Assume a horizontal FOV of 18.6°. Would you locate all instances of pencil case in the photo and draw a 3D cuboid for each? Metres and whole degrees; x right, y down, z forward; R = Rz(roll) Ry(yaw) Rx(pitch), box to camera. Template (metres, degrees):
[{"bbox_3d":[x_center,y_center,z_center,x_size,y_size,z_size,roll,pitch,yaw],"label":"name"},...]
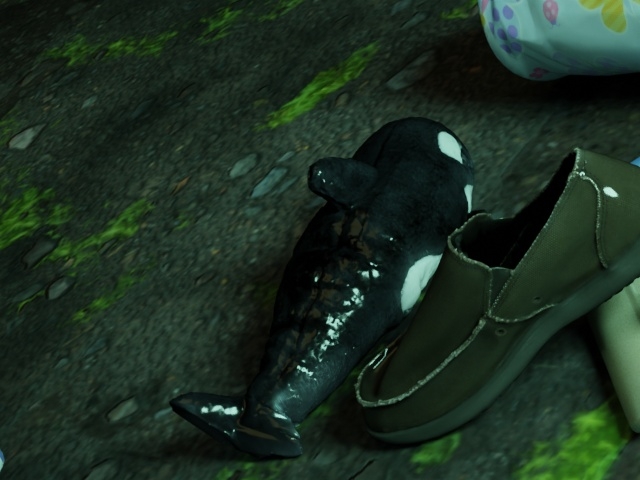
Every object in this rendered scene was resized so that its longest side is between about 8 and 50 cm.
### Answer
[{"bbox_3d":[0.226,-0.158,1.232,0.124,0.113,0.273,1,2,-40],"label":"pencil case"}]

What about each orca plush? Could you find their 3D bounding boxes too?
[{"bbox_3d":[0.000,0.000,1.208,0.151,0.102,0.287,5,43,51],"label":"orca plush"}]

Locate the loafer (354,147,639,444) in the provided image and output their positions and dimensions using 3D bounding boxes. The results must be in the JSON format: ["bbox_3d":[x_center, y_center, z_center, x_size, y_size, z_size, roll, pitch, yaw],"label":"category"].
[{"bbox_3d":[0.090,0.023,1.054,0.220,0.078,0.080,-43,21,21],"label":"loafer"}]

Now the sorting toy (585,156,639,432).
[{"bbox_3d":[0.228,0.003,1.025,0.196,0.047,0.348,-27,26,9],"label":"sorting toy"}]

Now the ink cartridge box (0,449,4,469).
[{"bbox_3d":[-0.328,0.121,1.088,0.071,0.324,0.330,-18,29,22],"label":"ink cartridge box"}]
